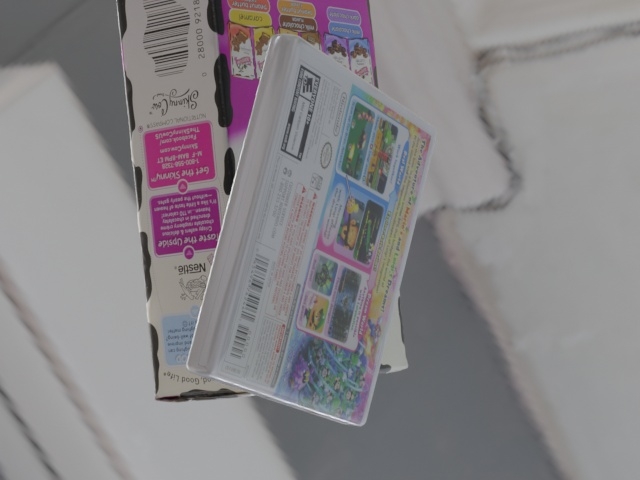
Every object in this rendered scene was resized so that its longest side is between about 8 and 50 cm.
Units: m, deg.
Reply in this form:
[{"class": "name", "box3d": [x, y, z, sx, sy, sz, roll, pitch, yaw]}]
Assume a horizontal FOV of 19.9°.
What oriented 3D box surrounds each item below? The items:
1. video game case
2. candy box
[{"class": "video game case", "box3d": [0.000, 0.000, 0.859, 0.019, 0.157, 0.143, 9, -9, 32]}, {"class": "candy box", "box3d": [-0.030, -0.034, 1.018, 0.071, 0.159, 0.233, -8, -94, 34]}]
